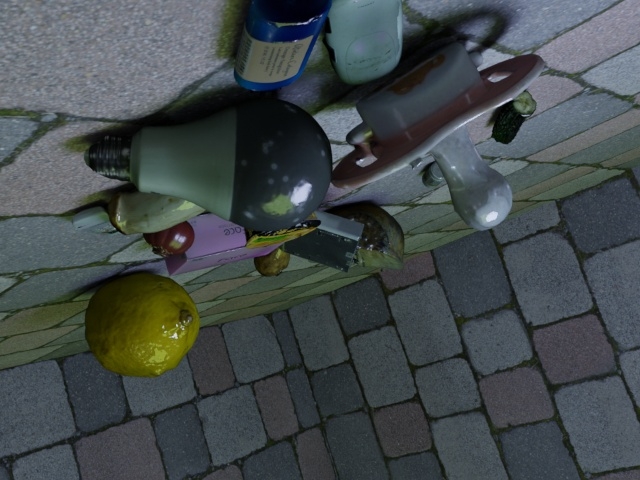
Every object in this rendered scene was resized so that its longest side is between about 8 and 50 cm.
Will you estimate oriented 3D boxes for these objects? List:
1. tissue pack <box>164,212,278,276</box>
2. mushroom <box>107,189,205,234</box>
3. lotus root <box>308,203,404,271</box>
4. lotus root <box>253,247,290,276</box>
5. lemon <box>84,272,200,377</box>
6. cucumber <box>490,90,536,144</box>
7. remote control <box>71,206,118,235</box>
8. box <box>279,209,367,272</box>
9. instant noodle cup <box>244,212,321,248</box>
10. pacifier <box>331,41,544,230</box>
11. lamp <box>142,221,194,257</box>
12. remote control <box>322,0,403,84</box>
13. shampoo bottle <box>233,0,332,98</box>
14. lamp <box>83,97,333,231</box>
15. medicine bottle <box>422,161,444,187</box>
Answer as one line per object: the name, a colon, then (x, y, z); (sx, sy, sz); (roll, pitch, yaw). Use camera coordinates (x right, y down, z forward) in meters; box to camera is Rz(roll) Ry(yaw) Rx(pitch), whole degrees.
tissue pack: (-0.204, -0.004, 1.543); (0.246, 0.093, 0.148); (-13, 171, -30)
mushroom: (-0.197, -0.084, 1.145); (0.312, 0.081, 0.100); (-22, 176, 11)
lotus root: (0.088, -0.019, 1.877); (0.266, 0.149, 0.260); (4, 166, 7)
lotus root: (-0.122, 0.030, 1.921); (0.108, 0.094, 0.191); (-57, 177, -28)
lemon: (-0.442, 0.212, 1.803); (0.321, 0.268, 0.268); (-3, 176, 22)
cucumber: (0.376, -0.238, 1.411); (0.058, 0.058, 0.187); (-18, 170, 0)
remote control: (-0.372, -0.034, 1.252); (0.065, 0.029, 0.166); (-20, 175, 2)
box: (0.000, 0.000, 1.694); (0.210, 0.045, 0.270); (19, 161, 1)
instant noodle cup: (-0.085, -0.063, 1.348); (0.151, 0.122, 0.151); (-16, 169, -3)
pacifier: (0.168, -0.149, 1.003); (0.332, 0.273, 0.220); (-33, 159, -1)
lamp: (-0.287, -0.013, 1.350); (0.101, 0.090, 0.101); (15, 167, 4)
remote control: (0.052, -0.238, 0.839); (0.097, 0.045, 0.256); (-19, 168, 5)
shampoo bottle: (-0.048, -0.211, 0.783); (0.087, 0.050, 0.183); (-19, 171, -17)
lamp: (-0.139, -0.103, 0.979); (0.313, 0.182, 0.182); (1, 172, 6)
medicine bottle: (0.274, -0.157, 1.705); (0.047, 0.047, 0.083); (-16, 170, -11)
